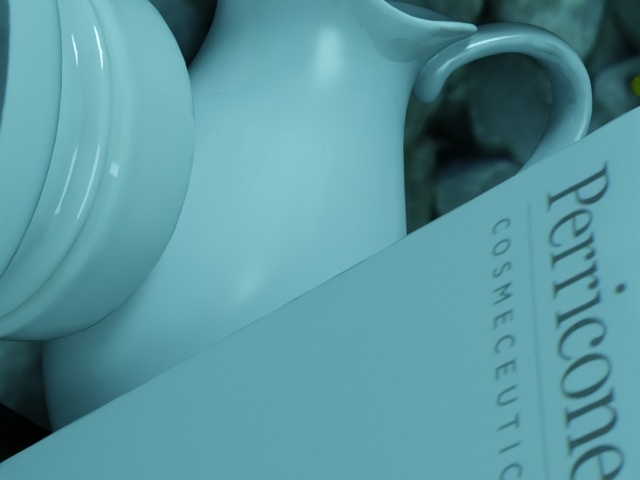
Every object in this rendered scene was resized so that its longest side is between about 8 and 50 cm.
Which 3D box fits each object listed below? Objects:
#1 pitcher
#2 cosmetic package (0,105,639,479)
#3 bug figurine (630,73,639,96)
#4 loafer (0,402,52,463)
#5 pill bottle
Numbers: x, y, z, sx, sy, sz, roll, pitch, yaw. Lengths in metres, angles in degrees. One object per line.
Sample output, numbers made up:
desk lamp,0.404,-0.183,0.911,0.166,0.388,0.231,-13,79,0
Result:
pitcher,0.000,0.000,0.558,0.178,0.125,0.207,16,98,-21
cosmetic package,-0.046,0.180,0.441,0.453,0.230,0.161,-30,122,25
bug figurine,0.281,-0.059,0.634,0.279,0.072,0.216,15,140,-28
loafer,-0.086,0.129,0.598,0.220,0.078,0.080,26,98,-27
pill bottle,-0.181,-0.048,0.390,0.318,0.176,0.176,12,107,-54
